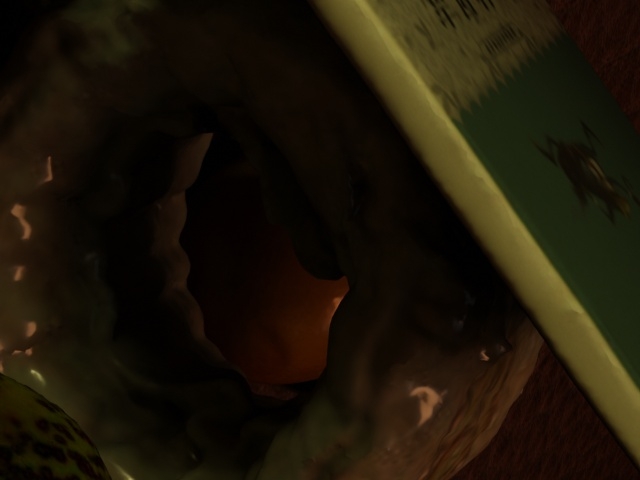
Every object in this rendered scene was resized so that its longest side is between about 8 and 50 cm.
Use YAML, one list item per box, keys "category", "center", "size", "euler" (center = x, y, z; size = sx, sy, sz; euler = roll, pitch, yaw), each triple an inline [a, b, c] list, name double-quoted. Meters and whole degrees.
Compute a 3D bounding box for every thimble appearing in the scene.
- category: "thimble"
  center: [-0.025, 0.011, 0.850]
  size: [0.195, 0.291, 0.291]
  euler: [-19, 126, -63]

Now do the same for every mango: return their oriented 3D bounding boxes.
- category: "mango"
  center: [-0.006, 0.000, 1.068]
  size: [0.221, 0.151, 0.120]
  euler: [-54, 152, -54]

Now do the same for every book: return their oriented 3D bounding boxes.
- category: "book"
  center: [0.073, -0.069, 0.759]
  size: [0.031, 0.379, 0.264]
  euler: [-35, -178, 22]

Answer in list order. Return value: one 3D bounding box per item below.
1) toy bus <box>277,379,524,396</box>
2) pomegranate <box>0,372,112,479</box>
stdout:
- category: "toy bus"
  center: [0.060, 0.056, 1.290]
  size: [0.275, 0.138, 0.167]
  euler: [22, 89, -67]
- category: "pomegranate"
  center: [-0.188, 0.140, 0.734]
  size: [0.276, 0.222, 0.204]
  euler: [-112, -169, -65]
